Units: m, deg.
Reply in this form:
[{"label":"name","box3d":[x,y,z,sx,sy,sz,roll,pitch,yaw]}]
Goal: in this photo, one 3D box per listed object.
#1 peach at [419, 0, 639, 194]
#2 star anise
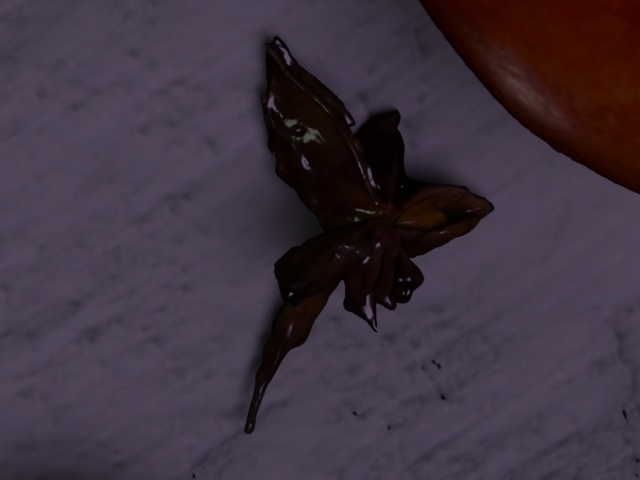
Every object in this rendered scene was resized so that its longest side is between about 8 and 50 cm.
[{"label":"peach","box3d":[0.204,-0.180,0.862,0.370,0.370,0.370,-7,111,-18]},{"label":"star anise","box3d":[-0.004,0.006,1.000,0.158,0.144,0.140,28,52,-33]}]
